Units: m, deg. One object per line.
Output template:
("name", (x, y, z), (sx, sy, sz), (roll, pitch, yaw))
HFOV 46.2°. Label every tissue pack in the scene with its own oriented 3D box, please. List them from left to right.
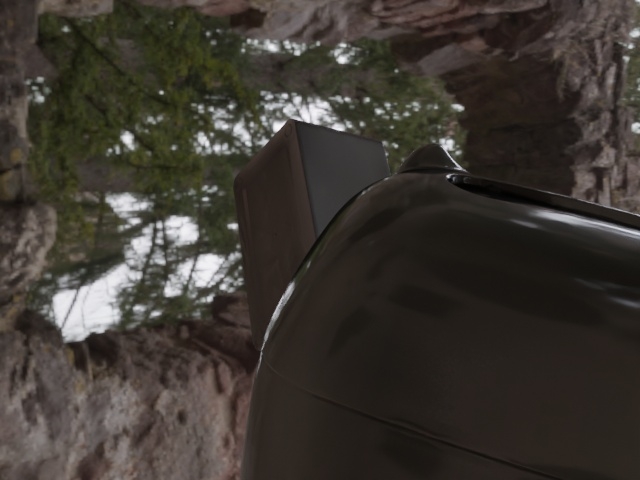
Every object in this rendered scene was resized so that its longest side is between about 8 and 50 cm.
("tissue pack", (-0.001, 0.001, 0.904), (0.159, 0.136, 0.246), (-39, -129, 44))
("tissue pack", (0.133, 0.088, 0.419), (0.333, 0.229, 0.236), (15, -79, 3))
